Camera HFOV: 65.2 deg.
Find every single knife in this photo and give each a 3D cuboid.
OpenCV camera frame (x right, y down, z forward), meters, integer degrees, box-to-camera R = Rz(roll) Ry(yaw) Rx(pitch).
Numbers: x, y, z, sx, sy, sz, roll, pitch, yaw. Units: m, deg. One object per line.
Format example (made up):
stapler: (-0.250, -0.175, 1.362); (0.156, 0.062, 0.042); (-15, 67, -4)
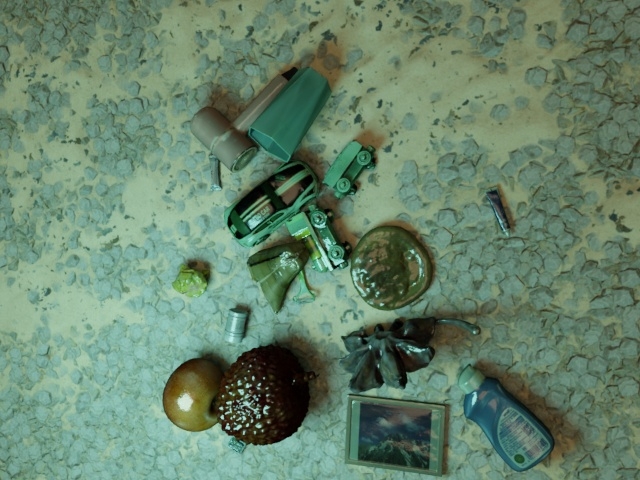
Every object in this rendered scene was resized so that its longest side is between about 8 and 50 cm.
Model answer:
knife: (-0.062, 0.102, 1.456); (0.078, 0.022, 0.166); (-13, 89, 25)

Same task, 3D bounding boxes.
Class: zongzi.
zongzi: (-0.101, 0.109, 1.416); (0.194, 0.099, 0.197); (-17, 96, 37)

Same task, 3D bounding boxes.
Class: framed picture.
framed picture: (0.209, 0.550, 1.421); (0.281, 0.019, 0.209); (1, 92, 11)

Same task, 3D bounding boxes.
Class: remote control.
remote control: (-0.233, 0.582, 1.510); (0.053, 0.018, 0.124); (31, 97, 9)

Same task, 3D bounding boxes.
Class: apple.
apple: (-0.348, 0.446, 1.437); (0.162, 0.201, 0.201); (15, 95, 24)

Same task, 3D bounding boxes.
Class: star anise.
star anise: (0.200, 0.304, 1.316); (0.359, 0.316, 0.139); (3, 129, 48)

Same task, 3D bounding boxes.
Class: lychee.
lychee: (-0.145, 0.415, 1.364); (0.300, 0.264, 0.264); (-27, 87, 9)

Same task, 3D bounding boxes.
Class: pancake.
pancake: (0.197, 0.080, 1.389); (0.241, 0.050, 0.242); (1, 96, 7)

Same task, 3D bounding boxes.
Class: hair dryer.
hair dryer: (-0.198, -0.379, 1.441); (0.189, 0.107, 0.344); (44, 90, 8)

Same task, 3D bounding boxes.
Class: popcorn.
popcorn: (-0.387, 0.122, 1.493); (0.109, 0.089, 0.097); (-30, 122, 19)

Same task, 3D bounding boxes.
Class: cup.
cup: (-0.074, -0.348, 1.369); (0.134, 0.148, 0.236); (37, 78, -9)

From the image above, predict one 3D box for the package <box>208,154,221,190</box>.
package: (-0.315, -0.202, 1.497); (0.037, 0.015, 0.110); (-2, 90, 12)

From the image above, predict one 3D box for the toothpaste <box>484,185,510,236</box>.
toothpaste: (0.481, -0.076, 1.343); (0.037, 0.021, 0.140); (-20, 87, 4)

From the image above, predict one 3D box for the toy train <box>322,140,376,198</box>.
toy train: (0.081, -0.200, 1.396); (0.099, 0.070, 0.172); (39, 98, 18)

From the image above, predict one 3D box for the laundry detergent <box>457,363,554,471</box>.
laundry detergent: (0.473, 0.461, 1.334); (0.143, 0.094, 0.290); (-44, 81, 16)

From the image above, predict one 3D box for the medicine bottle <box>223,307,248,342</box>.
medicine bottle: (-0.250, 0.251, 1.480); (0.058, 0.058, 0.091); (13, 95, 10)

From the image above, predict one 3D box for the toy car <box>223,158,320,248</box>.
toy car: (-0.146, -0.105, 1.414); (0.306, 0.125, 0.136); (-38, 84, 12)

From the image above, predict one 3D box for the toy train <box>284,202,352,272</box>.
toy train: (0.000, 0.000, 1.416); (0.132, 0.083, 0.200); (-27, 87, 22)
